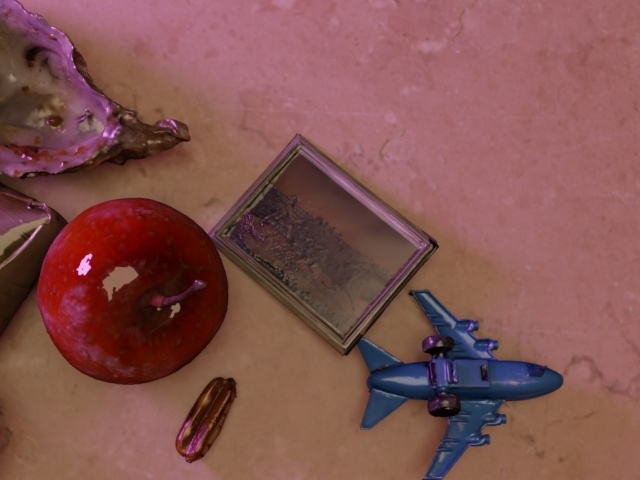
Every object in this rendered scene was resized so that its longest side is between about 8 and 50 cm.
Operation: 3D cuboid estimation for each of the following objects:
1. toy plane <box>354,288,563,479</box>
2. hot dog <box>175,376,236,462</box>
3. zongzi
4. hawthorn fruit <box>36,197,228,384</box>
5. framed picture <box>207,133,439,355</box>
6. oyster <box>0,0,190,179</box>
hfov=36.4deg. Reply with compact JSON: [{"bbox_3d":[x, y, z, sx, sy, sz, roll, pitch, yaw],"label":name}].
[{"bbox_3d":[0.183,0.180,1.259,0.272,0.105,0.254,-3,67,0],"label":"toy plane"},{"bbox_3d":[-0.146,0.231,1.264,0.049,0.037,0.122,29,75,13],"label":"hot dog"},{"bbox_3d":[-0.476,0.009,1.241,0.256,0.115,0.228,32,83,9],"label":"zongzi"},{"bbox_3d":[-0.237,0.064,1.183,0.231,0.263,0.235,39,102,12],"label":"hawthorn fruit"},{"bbox_3d":[0.000,0.000,1.295,0.252,0.014,0.197,39,81,12],"label":"framed picture"},{"bbox_3d":[-0.380,-0.176,1.274,0.396,0.111,0.204,36,86,7],"label":"oyster"}]
